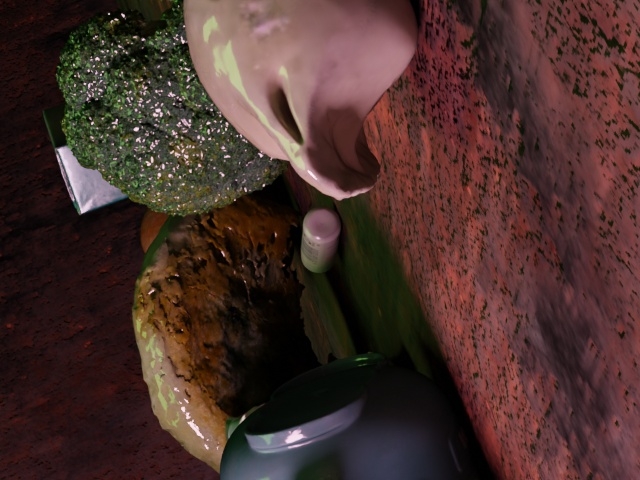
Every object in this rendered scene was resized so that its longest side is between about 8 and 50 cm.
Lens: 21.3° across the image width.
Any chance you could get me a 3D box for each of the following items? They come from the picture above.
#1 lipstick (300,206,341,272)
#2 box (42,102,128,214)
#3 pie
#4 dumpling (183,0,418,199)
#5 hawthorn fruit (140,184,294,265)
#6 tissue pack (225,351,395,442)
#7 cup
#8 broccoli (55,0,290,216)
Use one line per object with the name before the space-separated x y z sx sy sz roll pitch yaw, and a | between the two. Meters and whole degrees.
lipstick | 0.000 0.000 1.751 0.141 0.040 0.040 93 154 -76
box | -0.194 -0.132 2.009 0.153 0.245 0.092 -127 18 -65
pie | -0.084 0.114 1.916 0.078 0.296 0.371 -23 89 43
dumpling | -0.006 -0.141 1.034 0.179 0.131 0.252 11 -116 -69
hawthorn fruit | -0.117 -0.014 2.119 0.199 0.199 0.251 67 160 9
tissue pack | 0.044 0.304 1.692 0.266 0.194 0.356 133 115 -82
cup | 0.033 0.252 1.405 0.290 0.219 0.257 -44 -65 -72
broccoli | -0.149 -0.151 1.815 0.269 0.261 0.241 29 -136 -30
